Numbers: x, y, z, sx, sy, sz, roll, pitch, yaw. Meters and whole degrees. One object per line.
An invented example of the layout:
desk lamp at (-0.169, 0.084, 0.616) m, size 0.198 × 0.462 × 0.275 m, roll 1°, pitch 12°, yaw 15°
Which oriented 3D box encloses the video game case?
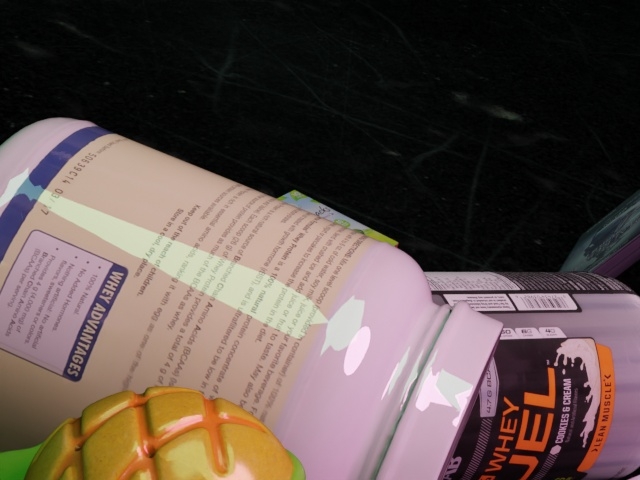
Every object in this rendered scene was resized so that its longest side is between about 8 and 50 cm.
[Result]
video game case at (0.343, -0.009, 1.625) m, size 0.026 × 0.196 × 0.274 m, roll 48°, pitch 30°, yaw 0°

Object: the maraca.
maraca at (-0.097, 0.122, 0.703) m, size 0.186 × 0.099 × 0.127 m, roll -1°, pitch 14°, yaw 23°

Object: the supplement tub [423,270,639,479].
supplement tub at (0.122, 0.122, 1.231) m, size 0.316 × 0.193 × 0.193 m, roll 0°, pitch 31°, yaw -29°

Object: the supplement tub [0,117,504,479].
supplement tub at (-0.071, 0.081, 0.911) m, size 0.325 × 0.235 × 0.235 m, roll 22°, pitch 27°, yaw 9°

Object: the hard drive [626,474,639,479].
hard drive at (0.385, 0.312, 1.176) m, size 0.233 × 0.047 × 0.353 m, roll -10°, pitch 36°, yaw -42°

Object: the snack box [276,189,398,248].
snack box at (0.000, 0.000, 1.572) m, size 0.141 × 0.037 × 0.100 m, roll 27°, pitch 27°, yaw 21°
